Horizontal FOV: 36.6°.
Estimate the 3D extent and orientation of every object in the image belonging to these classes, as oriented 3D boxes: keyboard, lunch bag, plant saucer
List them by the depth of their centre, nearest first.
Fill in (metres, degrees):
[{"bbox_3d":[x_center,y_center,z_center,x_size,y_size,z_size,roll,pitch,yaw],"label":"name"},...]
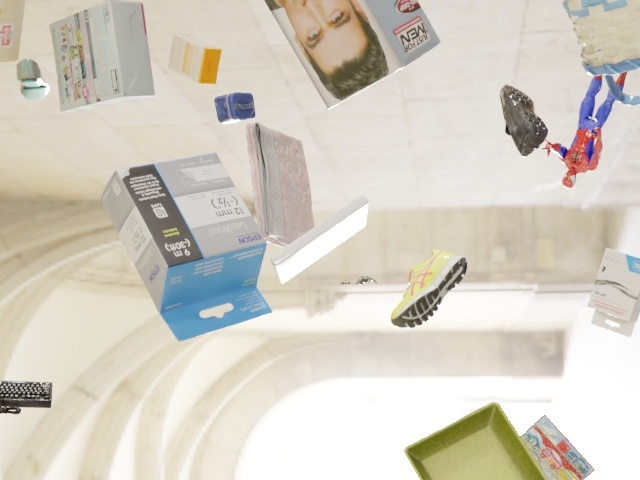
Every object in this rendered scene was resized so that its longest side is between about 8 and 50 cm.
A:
[{"bbox_3d":[0.259,0.389,1.598,0.188,0.188,0.045,59,165,26],"label":"plant saucer"},{"bbox_3d":[-0.643,0.318,1.980,0.108,0.180,0.023,-111,29,-56],"label":"keyboard"},{"bbox_3d":[-0.199,-0.314,2.272,0.098,0.065,0.067,-20,-80,-58],"label":"lunch bag"}]

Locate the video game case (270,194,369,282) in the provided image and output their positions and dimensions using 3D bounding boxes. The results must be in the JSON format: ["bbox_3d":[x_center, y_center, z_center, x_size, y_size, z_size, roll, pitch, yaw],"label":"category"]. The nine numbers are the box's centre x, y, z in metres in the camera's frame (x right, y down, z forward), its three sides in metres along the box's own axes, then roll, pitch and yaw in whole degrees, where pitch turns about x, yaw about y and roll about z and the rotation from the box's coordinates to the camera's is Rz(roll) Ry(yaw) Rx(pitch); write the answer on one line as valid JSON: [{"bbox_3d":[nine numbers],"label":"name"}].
[{"bbox_3d":[0.000,0.000,1.994,0.026,0.227,0.206,54,174,10],"label":"video game case"}]

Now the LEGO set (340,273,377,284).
[{"bbox_3d":[0.087,0.088,2.179,0.054,0.083,0.023,86,-177,-88],"label":"LEGO set"}]

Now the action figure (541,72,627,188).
[{"bbox_3d":[0.515,-0.238,1.866,0.139,0.091,0.280,9,-79,-62],"label":"action figure"}]

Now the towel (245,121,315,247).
[{"bbox_3d":[-0.100,-0.144,2.662,0.317,0.053,0.332,15,-114,-67],"label":"towel"}]

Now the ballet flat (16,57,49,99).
[{"bbox_3d":[-0.717,-0.405,2.412,0.213,0.072,0.068,157,105,-77],"label":"ballet flat"}]

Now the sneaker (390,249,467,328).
[{"bbox_3d":[0.213,0.100,2.042,0.208,0.094,0.081,-43,-40,-17],"label":"sneaker"}]

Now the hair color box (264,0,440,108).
[{"bbox_3d":[0.006,-0.417,1.512,0.113,0.185,0.374,-38,-80,-41],"label":"hair color box"}]

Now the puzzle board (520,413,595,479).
[{"bbox_3d":[0.404,0.384,1.701,0.128,0.096,0.011,49,-159,22],"label":"puzzle board"}]

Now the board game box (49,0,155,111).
[{"bbox_3d":[-0.532,-0.439,2.335,0.097,0.303,0.224,-10,-84,-43],"label":"board game box"}]

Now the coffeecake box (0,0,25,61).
[{"bbox_3d":[-0.447,-0.338,1.242,0.185,0.068,0.142,49,135,31],"label":"coffeecake box"}]

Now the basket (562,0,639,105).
[{"bbox_3d":[0.559,-0.349,1.605,0.289,0.254,0.201,54,-127,-29],"label":"basket"}]

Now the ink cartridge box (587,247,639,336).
[{"bbox_3d":[0.673,0.118,2.181,0.060,0.104,0.180,11,-83,-55],"label":"ink cartridge box"}]

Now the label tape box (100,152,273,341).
[{"bbox_3d":[-0.247,0.005,1.928,0.348,0.249,0.115,58,136,19],"label":"label tape box"}]

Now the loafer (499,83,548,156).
[{"bbox_3d":[0.419,-0.259,2.061,0.078,0.076,0.223,-58,24,30],"label":"loafer"}]

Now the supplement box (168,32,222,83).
[{"bbox_3d":[-0.211,-0.306,1.624,0.036,0.098,0.062,-7,-61,-43],"label":"supplement box"}]
